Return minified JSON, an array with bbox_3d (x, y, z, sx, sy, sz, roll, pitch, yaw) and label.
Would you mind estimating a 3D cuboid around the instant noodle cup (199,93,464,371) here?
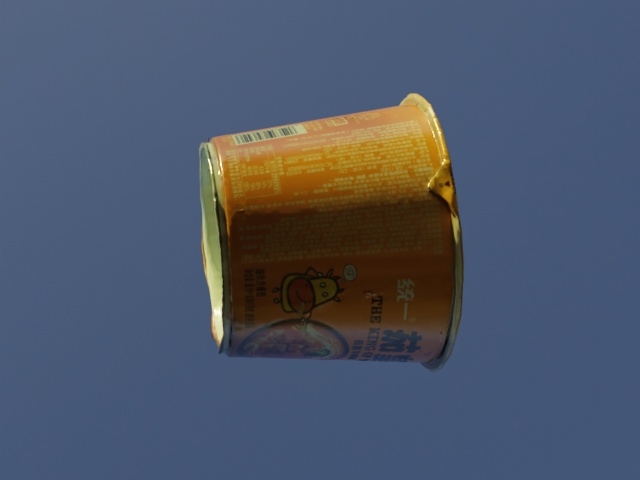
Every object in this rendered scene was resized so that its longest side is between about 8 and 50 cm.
[{"bbox_3d":[0.000,0.000,0.923,0.172,0.216,0.216,-4,-94,-10],"label":"instant noodle cup"}]
